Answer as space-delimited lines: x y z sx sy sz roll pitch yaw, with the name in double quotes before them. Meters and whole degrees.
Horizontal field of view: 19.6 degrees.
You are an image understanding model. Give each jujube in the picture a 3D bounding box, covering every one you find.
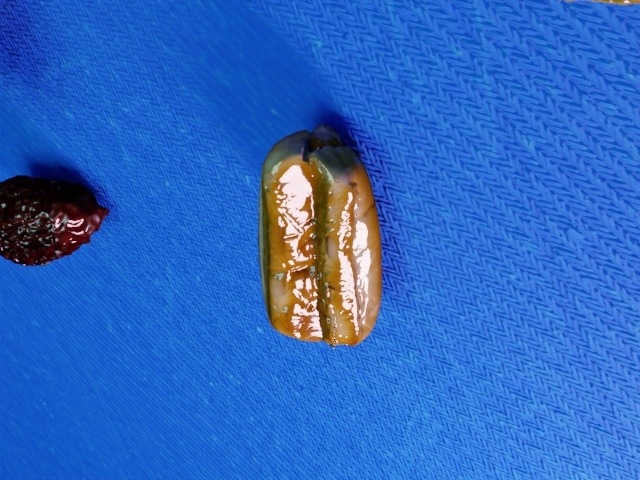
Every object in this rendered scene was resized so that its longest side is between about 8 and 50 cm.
"jujube" -0.291 -0.024 1.897 0.104 0.104 0.166 50 151 -14

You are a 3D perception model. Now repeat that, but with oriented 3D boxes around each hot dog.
"hot dog" 0.000 0.000 1.480 0.102 0.076 0.249 8 139 11

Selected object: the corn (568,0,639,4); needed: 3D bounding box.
"corn" 0.118 -0.176 0.983 0.261 0.097 0.097 15 144 53
